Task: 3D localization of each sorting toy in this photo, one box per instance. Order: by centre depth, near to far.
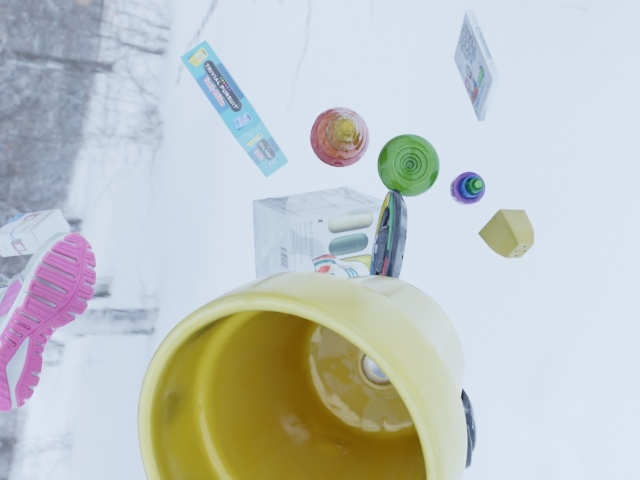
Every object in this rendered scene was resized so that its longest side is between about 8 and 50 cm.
[{"bbox_3d":[0.159,-0.162,1.775,0.126,0.365,0.127,149,143,-83],"label":"sorting toy"}]

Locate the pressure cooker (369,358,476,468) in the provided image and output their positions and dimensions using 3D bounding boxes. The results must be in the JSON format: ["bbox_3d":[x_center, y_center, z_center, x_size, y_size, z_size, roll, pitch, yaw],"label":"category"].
[{"bbox_3d":[0.028,0.292,1.488,0.375,0.420,0.370,109,143,-59],"label":"pressure cooker"}]

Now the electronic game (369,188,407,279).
[{"bbox_3d":[0.121,0.017,1.727,0.229,0.048,0.229,-170,90,-86],"label":"electronic game"}]

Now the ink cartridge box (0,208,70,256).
[{"bbox_3d":[-0.566,-0.015,1.797,0.088,0.122,0.052,-55,-48,-48],"label":"ink cartridge box"}]

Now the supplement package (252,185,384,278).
[{"bbox_3d":[0.000,0.000,2.178,0.198,0.262,0.199,27,123,58],"label":"supplement package"}]

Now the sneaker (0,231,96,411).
[{"bbox_3d":[-0.398,0.094,1.220,0.111,0.103,0.252,14,66,40],"label":"sneaker"}]

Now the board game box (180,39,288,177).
[{"bbox_3d":[-0.206,-0.320,2.295,0.254,0.079,0.336,55,-179,14],"label":"board game box"}]

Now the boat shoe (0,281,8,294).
[{"bbox_3d":[-0.519,0.096,1.355,0.094,0.302,0.109,45,112,22],"label":"boat shoe"}]

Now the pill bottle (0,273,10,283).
[{"bbox_3d":[-0.824,0.133,2.064,0.210,0.363,0.210,-32,36,27],"label":"pill bottle"}]

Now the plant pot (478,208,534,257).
[{"bbox_3d":[0.397,-0.008,1.915,0.081,0.081,0.083,-54,51,38],"label":"plant pot"}]

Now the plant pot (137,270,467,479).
[{"bbox_3d":[0.015,0.137,0.778,0.239,0.254,0.254,-28,-44,-62],"label":"plant pot"}]

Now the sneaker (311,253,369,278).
[{"bbox_3d":[0.046,0.081,1.964,0.057,0.161,0.075,-26,62,35],"label":"sneaker"}]

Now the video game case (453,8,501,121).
[{"bbox_3d":[0.278,-0.309,1.641,0.157,0.019,0.143,89,164,-70],"label":"video game case"}]
